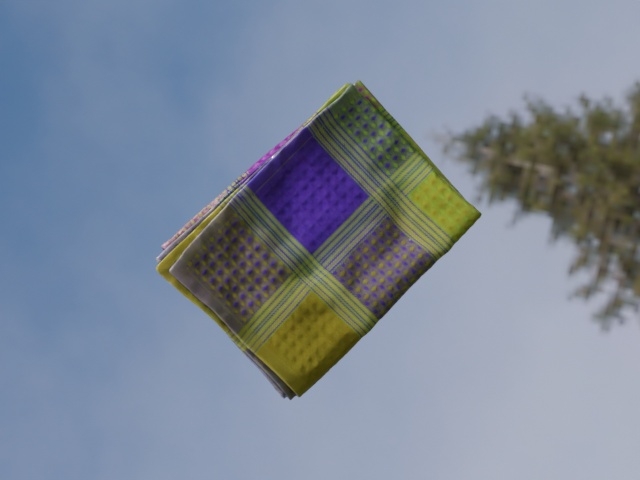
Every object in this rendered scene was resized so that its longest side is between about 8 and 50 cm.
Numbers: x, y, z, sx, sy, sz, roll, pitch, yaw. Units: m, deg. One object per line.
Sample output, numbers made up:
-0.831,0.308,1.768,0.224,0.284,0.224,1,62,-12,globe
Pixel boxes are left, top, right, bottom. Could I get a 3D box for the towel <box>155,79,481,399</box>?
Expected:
0.000,0.000,0.524,0.083,0.060,0.009,-43,3,-10,towel
